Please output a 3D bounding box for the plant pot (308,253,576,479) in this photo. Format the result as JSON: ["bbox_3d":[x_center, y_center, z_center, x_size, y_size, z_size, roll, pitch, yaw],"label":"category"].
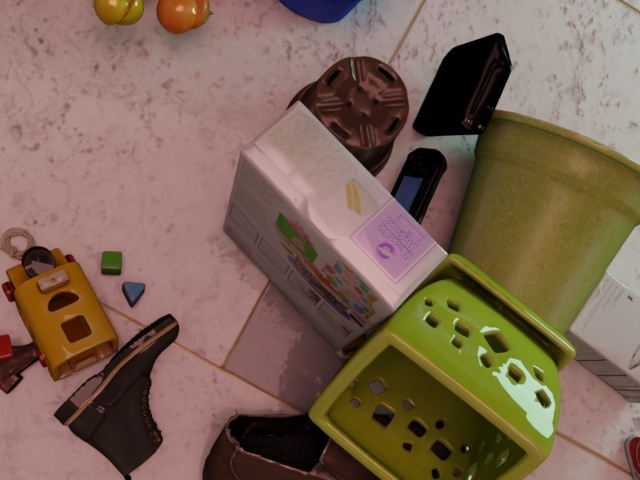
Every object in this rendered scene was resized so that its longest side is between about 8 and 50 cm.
[{"bbox_3d":[0.156,0.167,1.102,0.228,0.227,0.207,38,47,2],"label":"plant pot"}]

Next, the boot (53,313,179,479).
[{"bbox_3d":[-0.230,0.206,1.201,0.198,0.077,0.137,-43,96,0],"label":"boot"}]

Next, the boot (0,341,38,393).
[{"bbox_3d":[-0.420,0.127,1.192,0.114,0.037,0.106,39,75,2],"label":"boot"}]

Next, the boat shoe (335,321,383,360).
[{"bbox_3d":[0.069,0.140,1.276,0.100,0.035,0.035,-20,86,-12],"label":"boat shoe"}]

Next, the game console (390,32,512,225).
[{"bbox_3d":[0.148,-0.106,1.245,0.044,0.213,0.361,24,90,-12],"label":"game console"}]

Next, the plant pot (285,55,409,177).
[{"bbox_3d":[0.040,-0.169,1.248,0.167,0.165,0.167,2,81,-10],"label":"plant pot"}]

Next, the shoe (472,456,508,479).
[{"bbox_3d":[0.204,0.316,1.270,0.219,0.058,0.076,-24,43,-15],"label":"shoe"}]

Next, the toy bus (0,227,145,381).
[{"bbox_3d":[-0.335,0.072,1.154,0.202,0.104,0.191,17,64,-7],"label":"toy bus"}]

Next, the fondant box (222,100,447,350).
[{"bbox_3d":[0.000,0.000,1.121,0.096,0.330,0.238,-43,86,-16],"label":"fondant box"}]

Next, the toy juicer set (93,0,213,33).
[{"bbox_3d":[-0.289,-0.375,1.242,0.329,0.089,0.209,19,59,-10],"label":"toy juicer set"}]

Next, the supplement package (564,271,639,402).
[{"bbox_3d":[0.428,0.141,1.305,0.179,0.105,0.105,37,77,-4],"label":"supplement package"}]

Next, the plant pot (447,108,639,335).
[{"bbox_3d":[0.290,-0.005,1.241,0.276,0.276,0.254,24,91,-6],"label":"plant pot"}]

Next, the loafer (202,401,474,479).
[{"bbox_3d":[0.032,0.278,1.178,0.366,0.130,0.134,-3,41,-10],"label":"loafer"}]

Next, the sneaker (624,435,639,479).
[{"bbox_3d":[0.479,0.340,1.306,0.042,0.067,0.118,-19,86,-12],"label":"sneaker"}]

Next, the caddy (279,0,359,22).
[{"bbox_3d":[-0.006,-0.474,1.275,0.341,0.179,0.241,46,76,-1],"label":"caddy"}]
